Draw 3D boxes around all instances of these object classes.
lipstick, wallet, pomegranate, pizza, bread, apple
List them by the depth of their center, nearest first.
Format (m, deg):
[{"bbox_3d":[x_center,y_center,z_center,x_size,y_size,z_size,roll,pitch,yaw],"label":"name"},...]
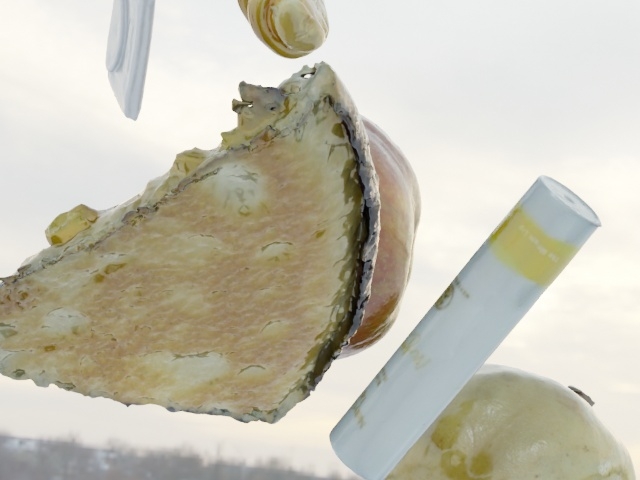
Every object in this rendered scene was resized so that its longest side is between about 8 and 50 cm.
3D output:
[{"bbox_3d":[0.101,0.069,0.917,0.059,0.059,0.264,18,-63,-44],"label":"lipstick"},{"bbox_3d":[-0.089,0.050,1.159,0.434,0.080,0.392,-28,-40,16],"label":"pizza"},{"bbox_3d":[-0.048,-0.275,1.374,0.084,0.177,0.119,-27,-46,15],"label":"bread"},{"bbox_3d":[0.000,0.000,1.411,0.250,0.277,0.309,32,-22,-7],"label":"apple"},{"bbox_3d":[-0.231,-0.246,1.498,0.031,0.124,0.183,-2,-52,-25],"label":"wallet"},{"bbox_3d":[0.239,0.312,1.612,0.332,0.333,0.332,5,-13,1],"label":"pomegranate"}]
